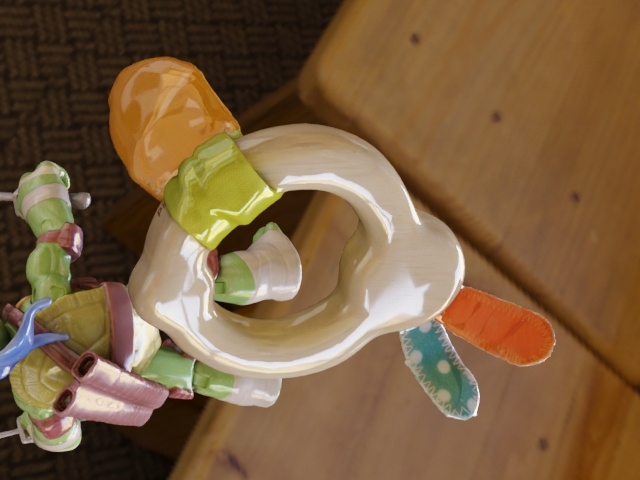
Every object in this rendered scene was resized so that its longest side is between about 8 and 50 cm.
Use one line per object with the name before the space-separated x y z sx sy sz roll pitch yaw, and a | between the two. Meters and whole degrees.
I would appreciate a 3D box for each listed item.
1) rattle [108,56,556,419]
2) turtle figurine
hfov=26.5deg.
rattle | 0.000 0.000 0.655 0.200 0.143 0.130 12 99 -29
turtle figurine | -0.169 0.049 0.984 0.266 0.275 0.197 0 77 -33
